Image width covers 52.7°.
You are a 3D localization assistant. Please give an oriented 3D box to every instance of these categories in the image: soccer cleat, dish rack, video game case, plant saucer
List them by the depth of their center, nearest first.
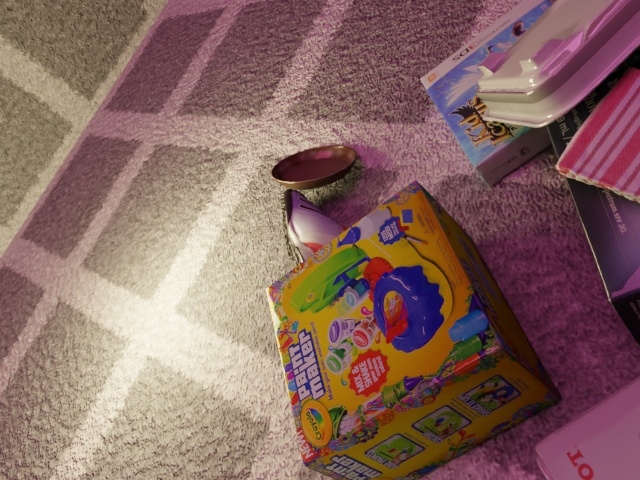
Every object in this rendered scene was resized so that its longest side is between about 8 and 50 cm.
[{"bbox_3d":[0.324,-0.274,0.830,0.285,0.072,0.333,-44,10,9],"label":"dish rack"},{"bbox_3d":[0.314,-0.253,1.050,0.244,0.061,0.270,-36,43,18],"label":"video game case"},{"bbox_3d":[0.000,0.000,1.136,0.116,0.109,0.318,-10,30,-8],"label":"soccer cleat"},{"bbox_3d":[-0.011,-0.137,1.236,0.168,0.029,0.168,-11,28,6],"label":"plant saucer"}]

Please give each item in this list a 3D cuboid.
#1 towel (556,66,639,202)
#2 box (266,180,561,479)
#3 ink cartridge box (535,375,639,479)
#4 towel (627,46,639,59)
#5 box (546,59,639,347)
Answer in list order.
[{"bbox_3d":[0.354,-0.096,0.646,0.144,0.029,0.197,-53,43,-2],"label":"towel"},{"bbox_3d":[0.105,0.132,0.867,0.279,0.177,0.290,-37,42,18],"label":"box"},{"bbox_3d":[0.391,0.212,0.577,0.306,0.131,0.226,-41,41,16],"label":"ink cartridge box"},{"bbox_3d":[0.480,-0.356,0.806,0.370,0.040,0.271,-46,8,6],"label":"towel"},{"bbox_3d":[0.440,-0.069,0.708,0.294,0.182,0.296,-25,47,25],"label":"box"}]
